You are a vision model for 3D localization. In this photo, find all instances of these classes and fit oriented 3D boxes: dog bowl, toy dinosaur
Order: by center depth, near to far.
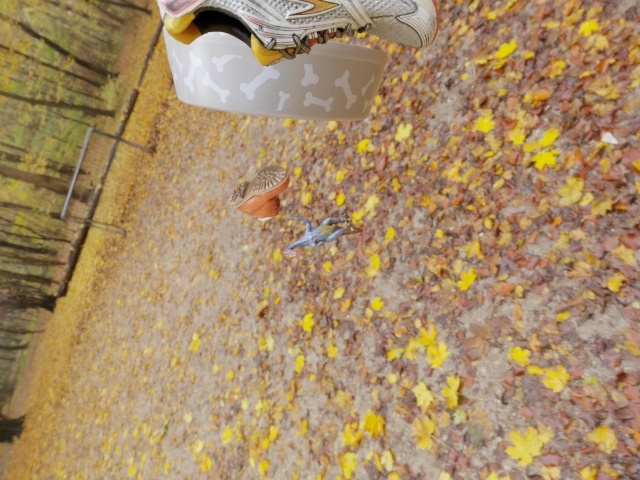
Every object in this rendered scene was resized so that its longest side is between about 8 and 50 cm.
[{"bbox_3d":[0.000,0.000,0.485,0.082,0.090,0.047,-36,45,15],"label":"toy dinosaur"},{"bbox_3d":[-0.069,-0.262,0.681,0.349,0.349,0.102,40,130,56],"label":"dog bowl"}]

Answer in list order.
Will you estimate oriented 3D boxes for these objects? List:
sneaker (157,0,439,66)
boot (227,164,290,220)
[{"bbox_3d":[-0.017,-0.181,0.345,0.088,0.225,0.092,-117,35,-82],"label":"sneaker"},{"bbox_3d":[-0.093,-0.082,0.780,0.158,0.084,0.059,-19,44,46],"label":"boot"}]
